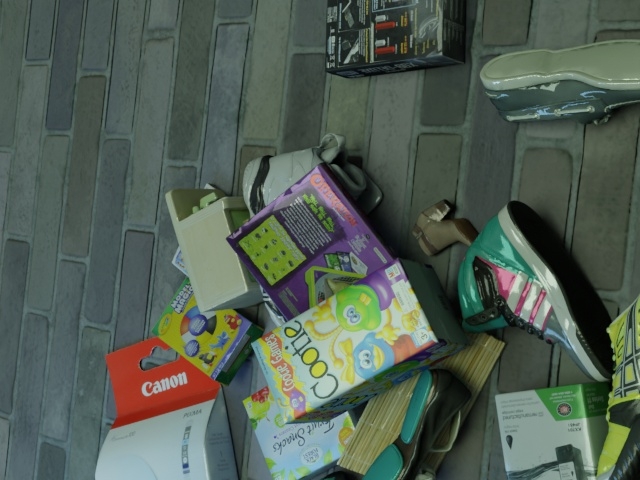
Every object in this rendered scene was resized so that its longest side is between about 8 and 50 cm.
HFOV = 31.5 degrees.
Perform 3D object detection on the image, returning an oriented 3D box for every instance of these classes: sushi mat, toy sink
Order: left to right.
[{"bbox_3d":[-0.154,-0.004,2.030,0.131,0.153,0.234,-26,76,34],"label":"toy sink"},{"bbox_3d":[0.159,0.261,1.812,0.151,0.019,0.316,27,106,3],"label":"sushi mat"}]

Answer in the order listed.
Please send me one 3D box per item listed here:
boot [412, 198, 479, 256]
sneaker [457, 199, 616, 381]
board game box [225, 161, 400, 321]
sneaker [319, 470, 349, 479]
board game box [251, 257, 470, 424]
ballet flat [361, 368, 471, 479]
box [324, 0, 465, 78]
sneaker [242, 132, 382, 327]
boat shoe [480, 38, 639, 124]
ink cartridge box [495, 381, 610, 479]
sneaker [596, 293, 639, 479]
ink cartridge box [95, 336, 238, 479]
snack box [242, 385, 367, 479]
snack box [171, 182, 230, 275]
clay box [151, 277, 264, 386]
[{"bbox_3d":[0.202,-0.006,1.835,0.087,0.042,0.118,-52,57,31],"label":"boot"},{"bbox_3d":[0.304,0.109,1.689,0.178,0.124,0.295,-42,69,35],"label":"sneaker"},{"bbox_3d":[0.030,0.070,1.844,0.208,0.056,0.346,-37,89,20],"label":"board game box"},{"bbox_3d":[-0.010,0.483,1.955,0.224,0.083,0.098,-41,86,31],"label":"sneaker"},{"bbox_3d":[0.060,0.158,1.725,0.275,0.142,0.144,-32,71,21],"label":"board game box"},{"bbox_3d":[0.152,0.333,1.775,0.280,0.096,0.095,-62,16,16],"label":"ballet flat"},{"bbox_3d":[0.124,-0.440,1.902,0.243,0.077,0.307,-2,86,38],"label":"box"},{"bbox_3d":[0.000,0.000,1.928,0.210,0.137,0.365,-23,75,33],"label":"sneaker"},{"bbox_3d":[0.396,-0.226,1.678,0.320,0.116,0.099,3,132,32],"label":"boat shoe"},{"bbox_3d":[0.351,0.318,1.654,0.153,0.087,0.208,-15,78,39],"label":"ink cartridge box"},{"bbox_3d":[0.464,0.182,1.562,0.147,0.145,0.384,26,95,48],"label":"sneaker"},{"bbox_3d":[-0.314,0.374,2.183,0.308,0.091,0.384,-21,75,36],"label":"ink cartridge box"},{"bbox_3d":[-0.016,0.311,1.959,0.207,0.070,0.174,-34,70,33],"label":"snack box"},{"bbox_3d":[-0.229,-0.017,2.186,0.064,0.022,0.178,36,108,33],"label":"snack box"},{"bbox_3d":[-0.223,0.163,2.128,0.222,0.053,0.127,30,86,35],"label":"clay box"}]
